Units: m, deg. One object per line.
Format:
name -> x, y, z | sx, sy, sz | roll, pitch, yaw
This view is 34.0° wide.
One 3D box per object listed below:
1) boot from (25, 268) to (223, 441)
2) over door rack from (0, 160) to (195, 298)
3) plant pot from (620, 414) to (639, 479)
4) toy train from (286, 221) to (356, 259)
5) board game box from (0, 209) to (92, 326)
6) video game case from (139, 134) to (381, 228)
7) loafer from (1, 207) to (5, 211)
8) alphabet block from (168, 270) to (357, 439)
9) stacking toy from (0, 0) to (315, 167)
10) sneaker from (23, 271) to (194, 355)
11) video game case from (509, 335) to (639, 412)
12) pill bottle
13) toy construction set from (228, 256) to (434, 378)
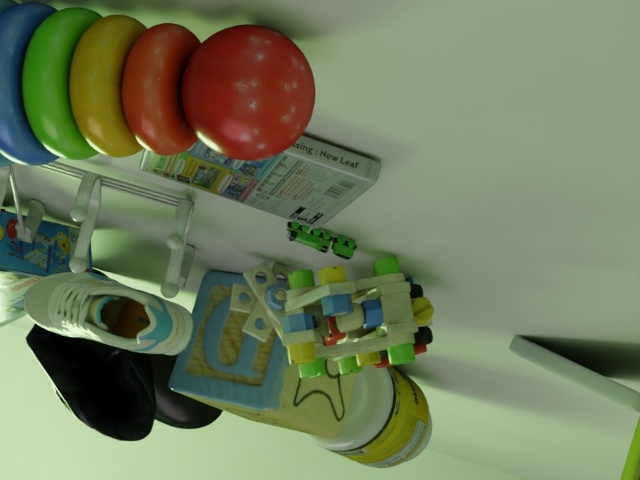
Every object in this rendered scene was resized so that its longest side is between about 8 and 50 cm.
boot -> -0.278, 0.209, 1.623 | 0.367, 0.146, 0.445 | 41, 175, -12
over door rack -> -0.274, -0.003, 1.270 | 0.239, 0.108, 0.324 | 17, 166, -3
plant pot -> 0.480, 0.241, 1.171 | 0.227, 0.228, 0.207 | 25, 170, -35
toy train -> 0.000, 0.000, 1.151 | 0.083, 0.024, 0.017 | 18, 166, -12
board game box -> -0.536, 0.042, 1.478 | 0.308, 0.086, 0.302 | -22, 154, 37
video game case -> -0.064, -0.068, 0.962 | 0.193, 0.023, 0.212 | 18, 167, -10
loafer -> -0.568, -0.059, 1.462 | 0.267, 0.084, 0.096 | 8, 146, -31
alphabet block -> -0.071, 0.169, 1.546 | 0.193, 0.192, 0.197 | 8, 163, 35
stacking toy -> -0.163, -0.104, 0.730 | 0.330, 0.141, 0.141 | 7, 164, 19
sneaker -> -0.270, 0.081, 1.270 | 0.228, 0.087, 0.092 | 8, 170, 23
video game case -> 0.388, 0.198, 1.371 | 0.206, 0.026, 0.227 | 26, 179, -35
pill bottle -> 0.091, 0.314, 1.925 | 0.188, 0.188, 0.334 | 9, 165, 26
toy construction set -> 0.011, 0.098, 1.254 | 0.215, 0.151, 0.327 | -6, -178, -20
